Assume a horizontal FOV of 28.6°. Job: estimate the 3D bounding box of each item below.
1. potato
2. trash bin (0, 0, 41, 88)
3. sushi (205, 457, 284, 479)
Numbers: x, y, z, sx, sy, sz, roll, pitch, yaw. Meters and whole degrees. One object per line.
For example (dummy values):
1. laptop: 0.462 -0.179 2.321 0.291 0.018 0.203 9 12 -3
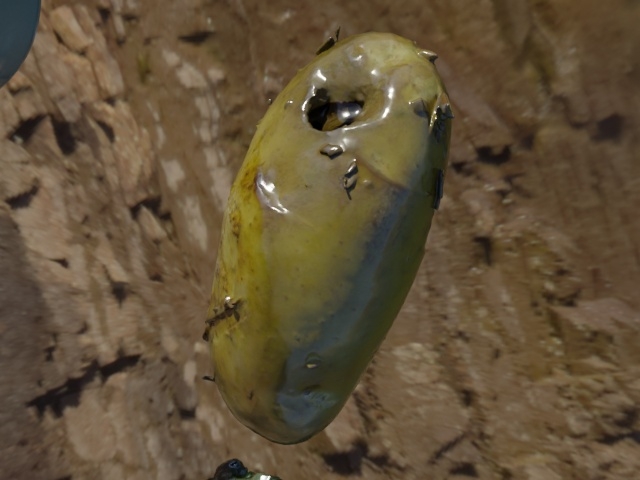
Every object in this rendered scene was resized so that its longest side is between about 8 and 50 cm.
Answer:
1. potato: 0.000 0.000 0.867 0.140 0.173 0.300 20 111 -4
2. trash bin: -0.440 -0.208 1.100 0.280 0.432 0.280 6 113 13
3. sushi: -0.019 0.398 1.363 0.178 0.352 0.294 -47 130 -23
